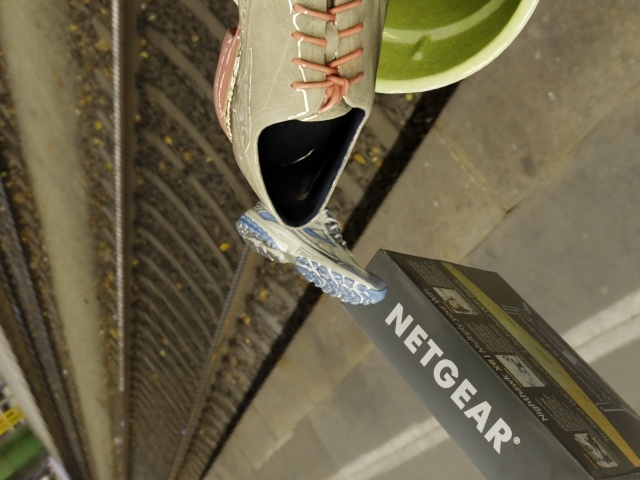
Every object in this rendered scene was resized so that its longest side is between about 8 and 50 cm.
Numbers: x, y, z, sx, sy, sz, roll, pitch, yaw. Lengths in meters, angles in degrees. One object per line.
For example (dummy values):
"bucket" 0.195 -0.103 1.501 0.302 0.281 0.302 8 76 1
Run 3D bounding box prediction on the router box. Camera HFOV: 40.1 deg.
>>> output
"router box" 0.197 0.146 0.895 0.243 0.081 0.309 12 -150 -49

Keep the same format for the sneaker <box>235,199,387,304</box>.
"sneaker" 0.000 0.000 0.699 0.135 0.058 0.052 31 161 16

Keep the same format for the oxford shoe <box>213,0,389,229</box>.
"oxford shoe" 0.005 -0.146 0.542 0.348 0.123 0.130 99 157 -53

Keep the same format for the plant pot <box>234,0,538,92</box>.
"plant pot" 0.079 -0.303 0.700 0.276 0.254 0.276 17 137 17
